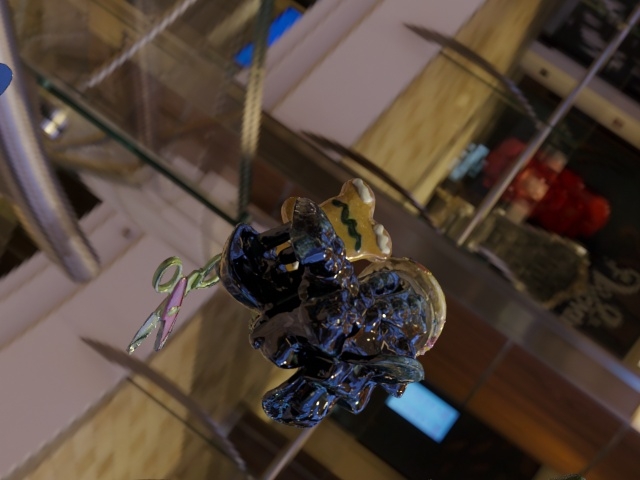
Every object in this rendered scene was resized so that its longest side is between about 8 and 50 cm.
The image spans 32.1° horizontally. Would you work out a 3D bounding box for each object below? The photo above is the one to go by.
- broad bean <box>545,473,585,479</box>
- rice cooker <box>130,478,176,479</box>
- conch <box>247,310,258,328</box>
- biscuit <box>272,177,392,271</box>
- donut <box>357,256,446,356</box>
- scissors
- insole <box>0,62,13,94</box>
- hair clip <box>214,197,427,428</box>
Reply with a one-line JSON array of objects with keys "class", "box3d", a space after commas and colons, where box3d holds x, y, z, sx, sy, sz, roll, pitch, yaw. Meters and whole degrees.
[{"class": "broad bean", "box3d": [0.217, 0.324, 1.368, 0.227, 0.039, 0.069, -12, -138, 30]}, {"class": "rice cooker", "box3d": [-0.236, 0.496, 1.522, 0.288, 0.288, 0.277, 115, -15, -46]}, {"class": "conch", "box3d": [-0.099, 0.138, 2.248, 0.121, 0.089, 0.074, -37, 155, -9]}, {"class": "biscuit", "box3d": [0.001, 0.000, 1.694, 0.240, 0.158, 0.035, -25, 176, -29]}, {"class": "donut", "box3d": [0.128, 0.107, 1.784, 0.068, 0.174, 0.174, -19, 146, -52]}, {"class": "scissors", "box3d": [-0.203, 0.088, 1.524, 0.133, 0.020, 0.187, -2, 134, -49]}, {"class": "insole", "box3d": [-0.616, -0.247, 1.942, 0.188, 0.064, 0.004, -33, -148, 5]}, {"class": "hair clip", "box3d": [0.018, 0.096, 1.317, 0.194, 0.206, 0.310, -22, 145, 25]}]
